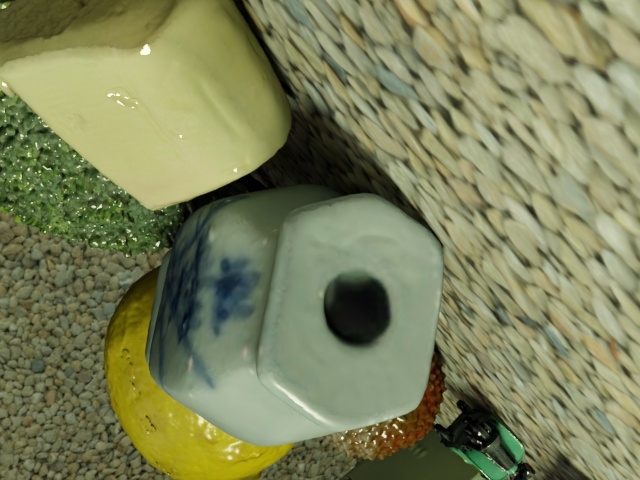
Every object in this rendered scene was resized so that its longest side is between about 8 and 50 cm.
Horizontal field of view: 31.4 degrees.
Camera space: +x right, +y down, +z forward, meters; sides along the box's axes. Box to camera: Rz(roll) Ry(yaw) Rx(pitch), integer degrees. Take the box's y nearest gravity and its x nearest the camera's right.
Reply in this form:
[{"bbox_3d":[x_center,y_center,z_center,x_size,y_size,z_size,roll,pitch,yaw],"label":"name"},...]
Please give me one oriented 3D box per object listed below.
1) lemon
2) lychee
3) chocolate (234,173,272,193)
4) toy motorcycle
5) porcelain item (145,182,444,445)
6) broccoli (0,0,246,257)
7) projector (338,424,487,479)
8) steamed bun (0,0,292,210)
[{"bbox_3d":[-0.136,0.152,1.377,0.260,0.261,0.284,36,156,59],"label":"lemon"},{"bbox_3d":[0.056,0.157,1.246,0.165,0.165,0.197,49,178,12],"label":"lychee"},{"bbox_3d":[-0.065,-0.049,1.433,0.182,0.028,0.086,38,171,10],"label":"chocolate"},{"bbox_3d":[0.179,0.224,1.240,0.100,0.058,0.173,44,172,0],"label":"toy motorcycle"},{"bbox_3d":[-0.049,0.068,1.065,0.179,0.242,0.405,13,171,-22],"label":"porcelain item"},{"bbox_3d":[-0.236,-0.134,1.185,0.277,0.339,0.317,-24,82,52],"label":"broccoli"},{"bbox_3d":[0.135,0.378,1.614,0.108,0.198,0.250,55,170,-21],"label":"projector"},{"bbox_3d":[-0.139,-0.142,0.977,0.225,0.200,0.170,57,-151,-44],"label":"steamed bun"}]
